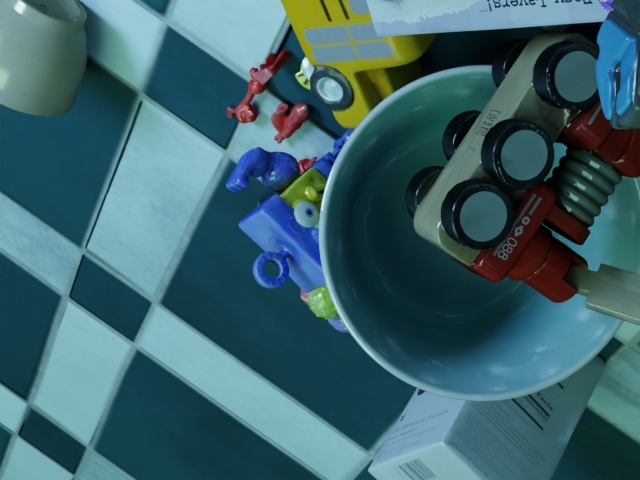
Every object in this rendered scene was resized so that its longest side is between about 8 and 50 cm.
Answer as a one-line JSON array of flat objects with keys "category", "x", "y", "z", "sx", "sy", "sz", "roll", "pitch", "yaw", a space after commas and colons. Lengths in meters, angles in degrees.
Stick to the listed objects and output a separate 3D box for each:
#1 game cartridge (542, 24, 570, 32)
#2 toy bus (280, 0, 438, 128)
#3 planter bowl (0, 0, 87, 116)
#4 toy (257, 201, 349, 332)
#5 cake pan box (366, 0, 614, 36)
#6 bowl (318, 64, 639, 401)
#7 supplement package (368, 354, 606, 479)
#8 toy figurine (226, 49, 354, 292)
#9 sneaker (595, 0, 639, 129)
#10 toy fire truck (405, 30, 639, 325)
[{"category": "game cartridge", "x": 0.224, "y": -0.338, "z": 1.084, "sx": 0.230, "sy": 0.068, "sz": 0.355, "roll": 46, "pitch": 142, "yaw": -5}, {"category": "toy bus", "x": 0.023, "y": -0.267, "z": 1.272, "sx": 0.130, "sy": 0.108, "sz": 0.333, "roll": -1, "pitch": 128, "yaw": 37}, {"category": "planter bowl", "x": -0.333, "y": -0.234, "z": 1.560, "sx": 0.162, "sy": 0.162, "sz": 0.109, "roll": 35, "pitch": 116, "yaw": 2}, {"category": "toy", "x": 0.000, "y": 0.054, "z": 1.608, "sx": 0.237, "sy": 0.056, "sz": 0.137, "roll": 46, "pitch": -178, "yaw": -7}, {"category": "cake pan box", "x": 0.136, "y": -0.288, "z": 1.087, "sx": 0.267, "sy": 0.070, "sz": 0.246, "roll": 3, "pitch": 129, "yaw": 32}, {"category": "bowl", "x": 0.143, "y": -0.009, "z": 1.329, "sx": 0.311, "sy": 0.311, "sz": 0.163, "roll": 42, "pitch": 177, "yaw": -7}, {"category": "supplement package", "x": 0.187, "y": 0.192, "z": 1.504, "sx": 0.134, "sy": 0.244, "sz": 0.139, "roll": 45, "pitch": 141, "yaw": -11}, {"category": "toy figurine", "x": 0.000, "y": 0.000, "z": 1.475, "sx": 0.362, "sy": 0.217, "sz": 0.191, "roll": 47, "pitch": 141, "yaw": -11}, {"category": "sneaker", "x": 0.304, "y": -0.199, "z": 0.907, "sx": 0.139, "sy": 0.125, "sz": 0.341, "roll": 2, "pitch": 149, "yaw": -14}, {"category": "toy fire truck", "x": 0.236, "y": -0.034, "z": 1.195, "sx": 0.246, "sy": 0.217, "sz": 0.158, "roll": 34, "pitch": 178, "yaw": -20}]
